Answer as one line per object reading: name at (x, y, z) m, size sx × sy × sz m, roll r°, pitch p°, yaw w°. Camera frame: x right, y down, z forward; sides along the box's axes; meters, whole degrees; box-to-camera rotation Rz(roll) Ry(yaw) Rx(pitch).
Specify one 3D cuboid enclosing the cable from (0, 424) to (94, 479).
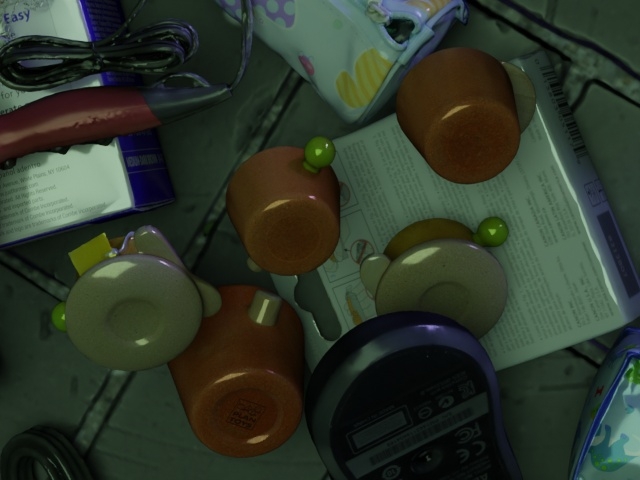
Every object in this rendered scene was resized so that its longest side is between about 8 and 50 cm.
cable at (-0.138, 0.266, 1.251) m, size 0.287 × 0.072 × 0.139 m, roll 53°, pitch 128°, yaw 16°

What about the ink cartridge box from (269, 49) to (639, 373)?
ink cartridge box at (0.080, 0.001, 1.195) m, size 0.232 × 0.066 × 0.189 m, roll -22°, pitch 90°, yaw 32°

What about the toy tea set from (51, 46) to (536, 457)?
toy tea set at (0.000, 0.000, 1.143) m, size 0.336 × 0.124 × 0.200 m, roll -29°, pitch 122°, yaw 9°

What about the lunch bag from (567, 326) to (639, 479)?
lunch bag at (0.202, 0.144, 1.131) m, size 0.096 × 0.129 × 0.151 m, roll 27°, pitch 97°, yaw 8°

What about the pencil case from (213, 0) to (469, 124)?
pencil case at (-0.037, -0.195, 1.155) m, size 0.273 × 0.124 × 0.113 m, roll 41°, pitch 100°, yaw 6°

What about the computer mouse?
computer mouse at (0.052, 0.136, 1.124) m, size 0.188 × 0.072 × 0.272 m, roll -22°, pitch 133°, yaw -8°

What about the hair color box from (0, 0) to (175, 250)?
hair color box at (-0.239, -0.162, 1.202) m, size 0.185 × 0.110 × 0.338 m, roll -15°, pitch 93°, yaw 12°

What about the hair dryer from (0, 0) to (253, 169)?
hair dryer at (-0.193, -0.070, 1.106) m, size 0.224 × 0.080 × 0.293 m, roll 27°, pitch 99°, yaw 7°
